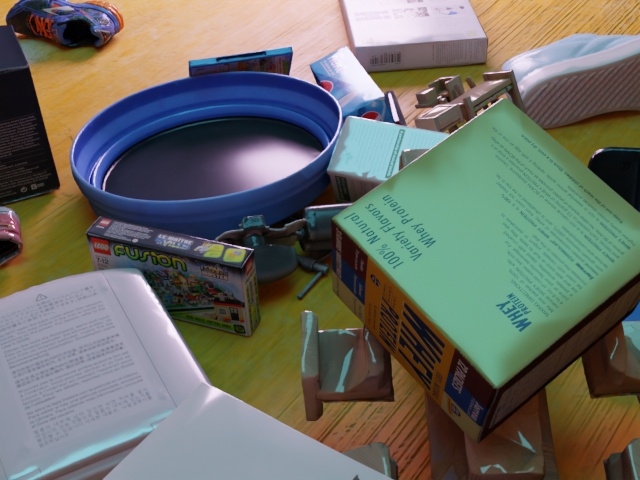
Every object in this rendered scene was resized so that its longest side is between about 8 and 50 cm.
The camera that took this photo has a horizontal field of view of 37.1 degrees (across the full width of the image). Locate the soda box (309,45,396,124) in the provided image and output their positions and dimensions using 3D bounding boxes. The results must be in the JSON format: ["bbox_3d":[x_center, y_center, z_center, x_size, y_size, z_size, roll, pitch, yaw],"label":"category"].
[{"bbox_3d":[0.048,-0.225,1.484,0.071,0.067,0.210,-26,34,0],"label":"soda box"}]

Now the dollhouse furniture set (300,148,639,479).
[{"bbox_3d":[0.165,0.135,0.994,0.362,0.256,0.394,-2,60,1],"label":"dollhouse furniture set"}]

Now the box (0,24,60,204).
[{"bbox_3d":[-0.462,-0.181,1.373,0.108,0.207,0.153,-17,41,-17],"label":"box"}]

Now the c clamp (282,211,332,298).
[{"bbox_3d":[-0.043,0.003,1.268,0.161,0.022,0.137,26,47,31],"label":"c clamp"}]

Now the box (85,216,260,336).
[{"bbox_3d":[-0.177,0.043,1.152,0.207,0.114,0.036,11,41,17],"label":"box"}]

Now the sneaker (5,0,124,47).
[{"bbox_3d":[-0.479,-0.401,1.755,0.221,0.083,0.087,3,44,11],"label":"sneaker"}]

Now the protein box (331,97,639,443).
[{"bbox_3d":[0.148,0.025,0.832,0.201,0.136,0.200,-35,65,-18],"label":"protein box"}]

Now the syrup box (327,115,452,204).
[{"bbox_3d":[0.139,-0.086,1.284,0.237,0.093,0.096,13,67,15],"label":"syrup box"}]

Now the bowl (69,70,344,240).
[{"bbox_3d":[-0.158,-0.128,1.370,0.391,0.077,0.391,-5,35,3],"label":"bowl"}]

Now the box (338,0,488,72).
[{"bbox_3d":[0.159,-0.415,1.756,0.232,0.058,0.322,-4,40,-2],"label":"box"}]

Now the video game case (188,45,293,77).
[{"bbox_3d":[-0.131,-0.273,1.554,0.166,0.119,0.015,-10,75,-9],"label":"video game case"}]

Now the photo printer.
[{"bbox_3d":[-0.263,0.155,1.021,0.256,0.107,0.307,-20,41,-21],"label":"photo printer"}]

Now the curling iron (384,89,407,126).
[{"bbox_3d":[0.107,-0.162,1.456,0.068,0.035,0.274,1,39,4],"label":"curling iron"}]

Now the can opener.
[{"bbox_3d":[0.000,0.000,1.218,0.280,0.074,0.093,-10,72,-15],"label":"can opener"}]

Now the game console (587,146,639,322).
[{"bbox_3d":[0.459,0.030,1.100,0.293,0.250,0.173,3,12,6],"label":"game console"}]

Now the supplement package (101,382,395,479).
[{"bbox_3d":[-0.060,0.286,0.698,0.175,0.293,0.177,22,44,27],"label":"supplement package"}]

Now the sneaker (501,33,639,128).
[{"bbox_3d":[0.462,-0.287,1.514,0.366,0.135,0.150,-9,44,-9],"label":"sneaker"}]

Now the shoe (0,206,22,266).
[{"bbox_3d":[-0.484,0.005,1.256,0.178,0.063,0.081,-12,34,-18],"label":"shoe"}]

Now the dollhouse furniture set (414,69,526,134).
[{"bbox_3d":[0.192,-0.173,1.451,0.182,0.101,0.161,-33,22,-30],"label":"dollhouse furniture set"}]
